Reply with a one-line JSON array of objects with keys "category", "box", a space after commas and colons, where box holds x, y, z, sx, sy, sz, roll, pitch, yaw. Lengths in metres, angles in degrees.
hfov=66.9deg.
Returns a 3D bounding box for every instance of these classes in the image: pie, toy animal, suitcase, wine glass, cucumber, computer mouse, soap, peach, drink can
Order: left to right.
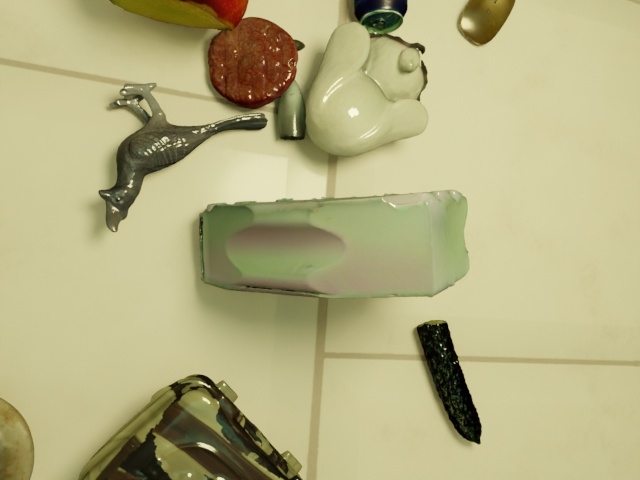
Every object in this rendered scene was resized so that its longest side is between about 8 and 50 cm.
[{"category": "toy animal", "box": [-0.296, -0.199, 0.902, 0.367, 0.081, 0.205, -41, 94, -24]}, {"category": "peach", "box": [-0.243, -0.473, 0.822, 0.249, 0.275, 0.245, -25, 131, -26]}, {"category": "suitcase", "box": [-0.224, 0.438, 0.817, 0.339, 0.194, 0.351, -41, 97, -10]}, {"category": "pie", "box": [-0.133, -0.349, 0.951, 0.183, 0.049, 0.182, 0, 89, 5]}, {"category": "wine glass", "box": [-0.059, -0.305, 0.996, 0.066, 0.066, 0.197, -1, 88, -18]}, {"category": "soap", "box": [0.000, 0.000, 0.839, 0.261, 0.447, 0.156, -14, 103, -57]}, {"category": "toy animal", "box": [0.103, -0.289, 0.985, 0.249, 0.174, 0.289, 23, 78, -14]}, {"category": "drink can", "box": [0.129, -0.564, 1.045, 0.118, 0.118, 0.204, 0, 84, -18]}, {"category": "cucumber", "box": [0.285, 0.310, 1.050, 0.072, 0.072, 0.300, -20, 92, -18]}, {"category": "computer mouse", "box": [0.409, -0.565, 1.174, 0.102, 0.045, 0.199, 37, 76, -14]}]

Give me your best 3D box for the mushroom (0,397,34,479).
[{"category": "mushroom", "box": [-0.558, 0.342, 0.697, 0.244, 0.243, 0.243, 1, 85, -18]}]
